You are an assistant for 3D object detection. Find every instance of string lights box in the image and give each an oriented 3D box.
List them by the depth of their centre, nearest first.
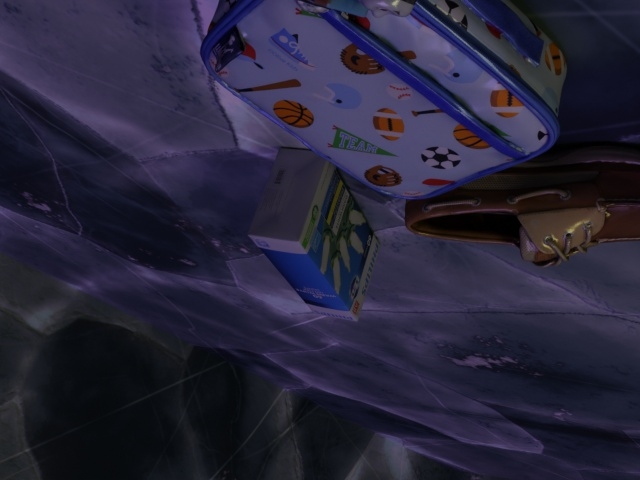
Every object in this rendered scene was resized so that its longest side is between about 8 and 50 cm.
[{"bbox_3d":[0.000,0.000,1.038,0.077,0.133,0.259,7,156,25],"label":"string lights box"}]

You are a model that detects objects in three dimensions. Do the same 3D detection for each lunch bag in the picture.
[{"bbox_3d":[0.054,-0.161,0.655,0.303,0.115,0.243,30,153,-27],"label":"lunch bag"}]

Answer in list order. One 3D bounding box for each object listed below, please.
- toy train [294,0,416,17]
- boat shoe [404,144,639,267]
[{"bbox_3d":[0.041,-0.222,0.451,0.105,0.184,0.080,27,-161,22],"label":"toy train"},{"bbox_3d":[0.243,-0.027,0.798,0.324,0.119,0.122,9,156,24],"label":"boat shoe"}]
